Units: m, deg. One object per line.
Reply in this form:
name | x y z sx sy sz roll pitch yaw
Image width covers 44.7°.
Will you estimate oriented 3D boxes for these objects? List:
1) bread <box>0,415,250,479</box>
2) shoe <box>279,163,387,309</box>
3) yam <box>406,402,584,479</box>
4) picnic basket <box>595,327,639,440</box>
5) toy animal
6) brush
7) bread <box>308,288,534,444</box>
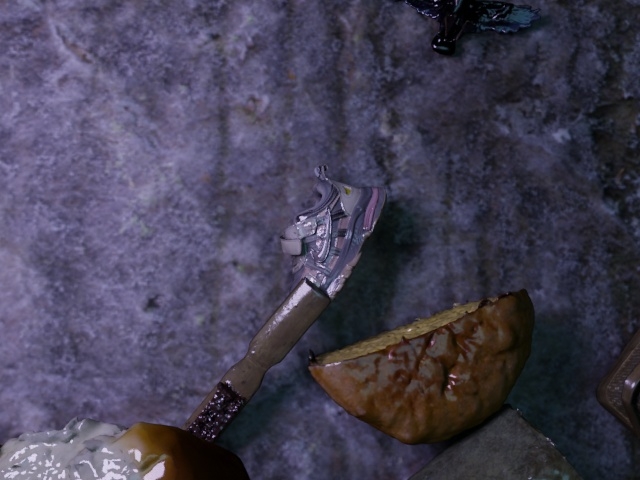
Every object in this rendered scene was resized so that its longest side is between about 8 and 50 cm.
bread | -0.159 0.304 0.688 0.225 0.250 0.279 -14 62 7
shoe | 0.000 0.000 0.874 0.092 0.089 0.180 31 76 -4
yam | 0.144 0.315 0.818 0.304 0.168 0.168 -36 89 -13
picnic basket | 0.470 0.198 0.891 0.266 0.139 0.165 42 78 -1
toy animal | 0.166 -0.288 0.962 0.220 0.062 0.108 12 62 -6
brush | -0.079 0.146 0.829 0.043 0.036 0.248 39 98 -4
bread | 0.120 0.148 0.853 0.260 0.129 0.134 -16 86 -9
